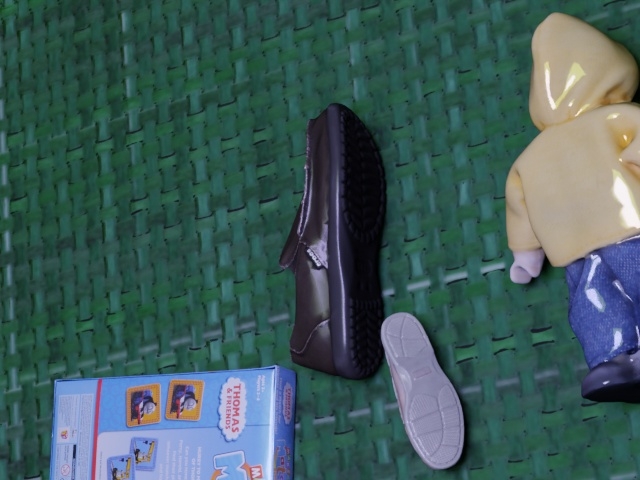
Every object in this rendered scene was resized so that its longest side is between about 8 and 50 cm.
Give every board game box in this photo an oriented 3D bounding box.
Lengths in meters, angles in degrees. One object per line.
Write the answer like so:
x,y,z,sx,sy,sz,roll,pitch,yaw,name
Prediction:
-0.122,0.186,1.493,0.211,0.039,0.160,-6,75,28,board game box

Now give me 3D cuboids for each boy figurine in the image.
0.200,-0.027,1.342,0.177,0.092,0.285,-33,59,39,boy figurine

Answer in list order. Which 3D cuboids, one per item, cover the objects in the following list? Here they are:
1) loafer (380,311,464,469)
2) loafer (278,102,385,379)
0.077,0.116,1.409,0.045,0.039,0.125,-14,70,-10,loafer
0.000,0.000,1.450,0.078,0.080,0.220,-6,74,27,loafer
